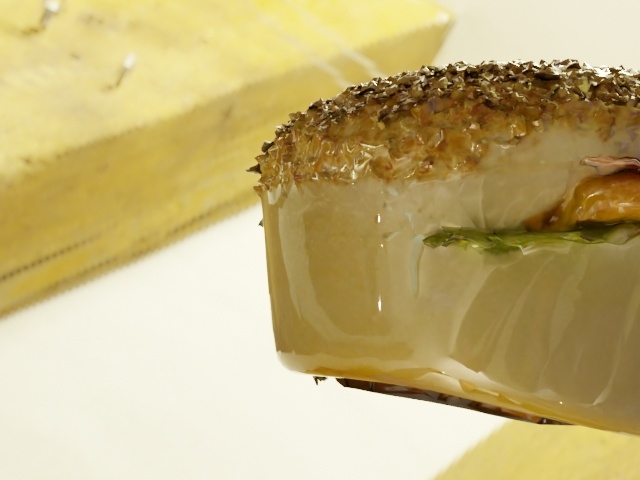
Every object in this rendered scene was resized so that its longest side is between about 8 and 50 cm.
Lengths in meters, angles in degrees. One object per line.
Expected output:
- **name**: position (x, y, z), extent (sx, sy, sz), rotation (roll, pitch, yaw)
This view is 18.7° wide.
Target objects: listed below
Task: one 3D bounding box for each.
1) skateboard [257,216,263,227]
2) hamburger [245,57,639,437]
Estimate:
- **skateboard**: position (0.000, 0.000, 1.267), extent (0.064, 0.032, 0.083), rotation (12, 157, 45)
- **hamburger**: position (0.109, 0.000, 0.969), extent (0.294, 0.179, 0.276), rotation (6, 177, 39)
